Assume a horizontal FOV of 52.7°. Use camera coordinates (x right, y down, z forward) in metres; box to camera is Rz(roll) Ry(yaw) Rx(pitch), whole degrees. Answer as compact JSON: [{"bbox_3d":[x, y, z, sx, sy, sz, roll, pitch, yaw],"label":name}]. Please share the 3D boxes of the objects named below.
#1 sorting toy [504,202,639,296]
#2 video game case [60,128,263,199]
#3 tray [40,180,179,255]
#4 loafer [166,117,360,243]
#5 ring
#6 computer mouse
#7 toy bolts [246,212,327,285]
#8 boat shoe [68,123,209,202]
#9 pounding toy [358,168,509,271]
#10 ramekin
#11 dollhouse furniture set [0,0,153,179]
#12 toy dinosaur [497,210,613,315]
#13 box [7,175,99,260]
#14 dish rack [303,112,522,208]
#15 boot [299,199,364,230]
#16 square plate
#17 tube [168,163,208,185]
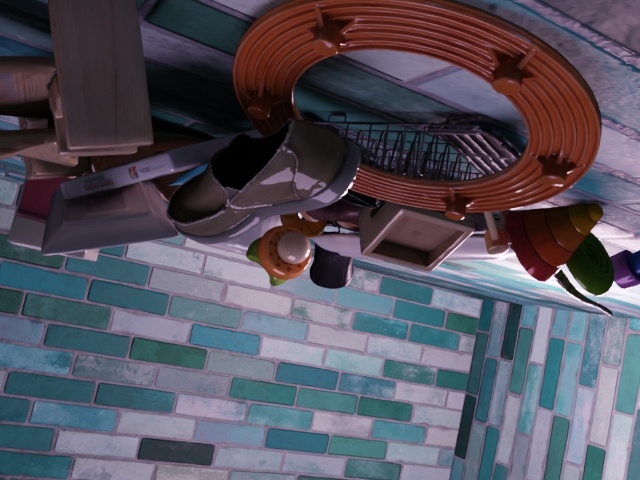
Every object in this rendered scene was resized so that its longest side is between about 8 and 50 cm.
[{"bbox_3d":[0.452,0.005,1.024,0.366,0.127,0.126,13,145,-37],"label":"sorting toy"},{"bbox_3d":[-0.166,-0.101,0.796,0.206,0.026,0.227,-8,-168,38],"label":"video game case"},{"bbox_3d":[-0.267,-0.044,0.807,0.145,0.030,0.270,-10,-160,-17],"label":"tray"},{"bbox_3d":[-0.077,-0.066,0.641,0.251,0.094,0.087,-17,139,39],"label":"loafer"},{"bbox_3d":[0.077,-0.098,0.597,0.337,0.032,0.336,14,161,5],"label":"ring"},{"bbox_3d":[0.000,0.000,1.450,0.184,0.060,0.262,11,-143,9],"label":"computer mouse"},{"bbox_3d":[-0.078,-0.061,1.219,0.228,0.218,0.158,45,153,-7],"label":"toy bolts"},{"bbox_3d":[-0.272,-0.139,1.043,0.342,0.123,0.123,8,-153,-34],"label":"boat shoe"},{"bbox_3d":[0.191,-0.039,0.989,0.206,0.094,0.181,14,142,-20],"label":"pounding toy"},{"bbox_3d":[-0.182,-0.035,1.613,0.277,0.135,0.277,12,174,1],"label":"ramekin"},{"bbox_3d":[-0.397,-0.184,0.593,0.394,0.256,0.362,-9,-175,-28],"label":"dollhouse furniture set"},{"bbox_3d":[0.381,0.022,1.094,0.268,0.064,0.118,37,-150,-11],"label":"toy dinosaur"},{"bbox_3d":[-0.431,-0.089,1.124,0.127,0.232,0.148,14,174,-10],"label":"box"},{"bbox_3d":[0.111,-0.090,0.792,0.272,0.074,0.208,8,174,34],"label":"dish rack"},{"bbox_3d":[0.087,-0.073,1.090,0.207,0.090,0.248,-5,165,29],"label":"boot"},{"bbox_3d":[0.197,0.010,1.276,0.344,0.049,0.347,0,-178,-22],"label":"square plate"},{"bbox_3d":[-0.122,-0.113,0.932,0.207,0.052,0.080,-6,-157,32],"label":"tube"}]
